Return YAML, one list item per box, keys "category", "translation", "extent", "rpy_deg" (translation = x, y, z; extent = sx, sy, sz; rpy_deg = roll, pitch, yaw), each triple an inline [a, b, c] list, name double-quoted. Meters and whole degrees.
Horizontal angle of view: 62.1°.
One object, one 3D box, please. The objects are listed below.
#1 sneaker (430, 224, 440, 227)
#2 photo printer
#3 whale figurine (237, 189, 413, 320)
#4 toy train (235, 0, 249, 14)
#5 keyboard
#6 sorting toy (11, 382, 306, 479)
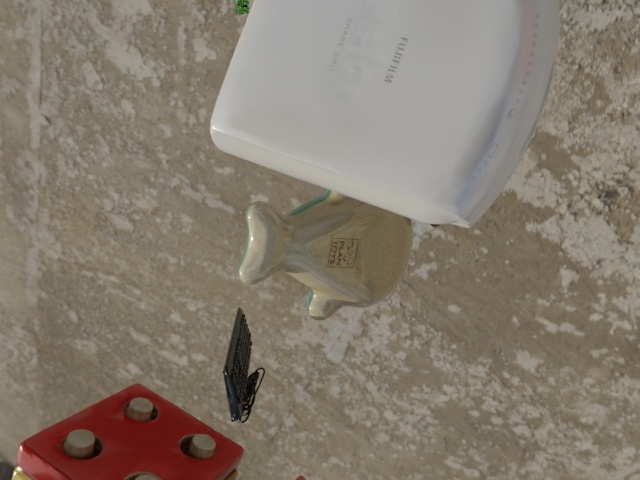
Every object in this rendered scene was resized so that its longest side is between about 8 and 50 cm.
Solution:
- category: "sneaker"
  translation: [0.152, -0.112, 0.751]
  extent: [0.084, 0.069, 0.185]
  rpy_deg: [5, 97, -5]
- category: "photo printer"
  translation: [0.068, -0.165, 0.544]
  extent: [0.307, 0.107, 0.256]
  rpy_deg: [22, 90, 14]
- category: "whale figurine"
  translation: [0.000, 0.000, 0.735]
  extent: [0.141, 0.272, 0.216]
  rpy_deg: [24, 109, 51]
- category: "toy train"
  translation: [-0.132, -0.406, 0.893]
  extent: [0.023, 0.083, 0.017]
  rpy_deg: [-11, 85, -8]
- category: "keyboard"
  translation: [-0.099, 0.169, 0.729]
  extent: [0.038, 0.192, 0.100]
  rpy_deg: [-7, 108, 0]
- category: "sorting toy"
  translation: [-0.078, 0.183, 0.236]
  extent: [0.255, 0.257, 0.089]
  rpy_deg: [24, 104, 19]
